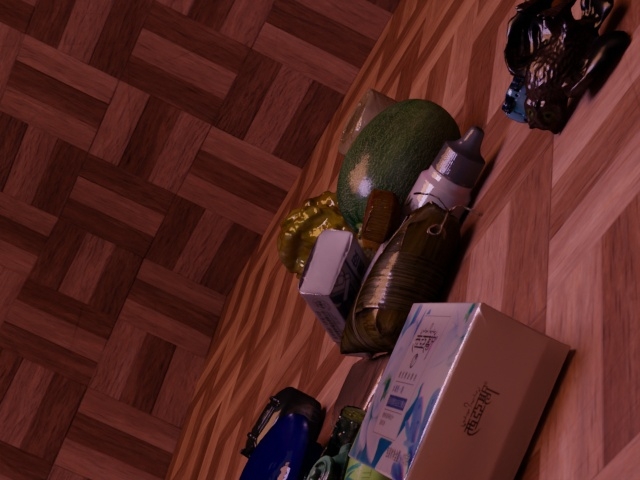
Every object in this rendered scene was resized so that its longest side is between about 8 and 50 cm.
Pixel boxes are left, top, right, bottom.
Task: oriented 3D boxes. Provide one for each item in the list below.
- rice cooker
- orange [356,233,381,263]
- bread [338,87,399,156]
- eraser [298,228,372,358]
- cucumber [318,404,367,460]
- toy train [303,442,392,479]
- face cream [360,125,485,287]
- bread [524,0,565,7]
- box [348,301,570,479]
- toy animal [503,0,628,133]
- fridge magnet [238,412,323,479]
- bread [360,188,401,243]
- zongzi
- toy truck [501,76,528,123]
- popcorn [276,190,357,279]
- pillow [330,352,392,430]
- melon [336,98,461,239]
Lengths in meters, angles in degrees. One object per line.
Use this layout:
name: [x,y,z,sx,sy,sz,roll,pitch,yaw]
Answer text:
rice cooker: [-0.065,0.341,2.260,0.165,0.106,0.112,-54,10,-12]
orange: [0.109,-0.028,2.236,0.160,0.112,0.170,-74,-30,-68]
bread: [0.124,-0.212,2.584,0.148,0.141,0.134,-58,9,41]
eraser: [0.044,0.089,2.077,0.210,0.068,0.124,58,-136,-49]
cucumber: [0.023,0.351,1.879,0.078,0.062,0.211,-27,-43,-76]
toy train: [0.042,0.357,1.620,0.157,0.105,0.253,-36,26,43]
face cream: [0.170,-0.039,1.979,0.311,0.092,0.092,-61,9,20]
bread: [0.355,-0.385,1.977,0.082,0.056,0.115,-61,3,14]
box: [0.143,0.181,1.405,0.203,0.116,0.274,-65,8,-7]
toy animal: [0.325,-0.234,1.685,0.218,0.116,0.179,30,124,55]
fridge magnet: [-0.075,0.408,2.076,0.265,0.112,0.265,-156,90,-81]
bread: [0.095,-0.036,1.959,0.085,0.053,0.085,-166,90,-86]
zongzi: [0.111,0.057,1.937,0.248,0.111,0.241,-67,16,-15]
toy truck: [0.296,-0.209,1.844,0.090,0.056,0.073,-50,-17,-72]
popcorn: [0.004,0.000,2.605,0.197,0.197,0.155,-60,-6,29]
pillow: [0.065,0.238,2.004,0.135,0.034,0.211,-62,9,-12]
melon: [0.126,-0.109,2.105,0.288,0.182,0.182,-54,2,-31]
